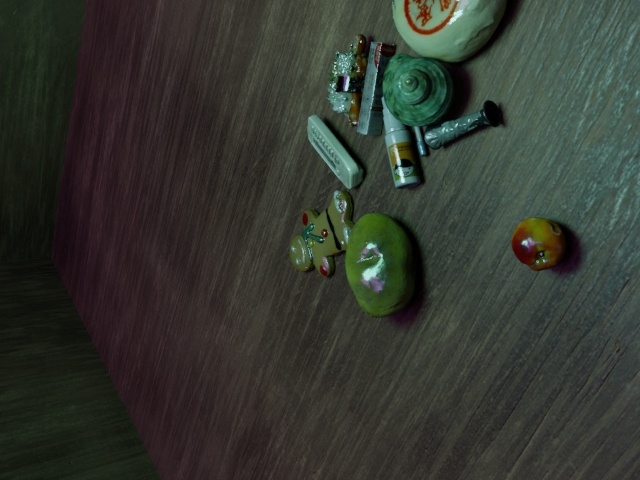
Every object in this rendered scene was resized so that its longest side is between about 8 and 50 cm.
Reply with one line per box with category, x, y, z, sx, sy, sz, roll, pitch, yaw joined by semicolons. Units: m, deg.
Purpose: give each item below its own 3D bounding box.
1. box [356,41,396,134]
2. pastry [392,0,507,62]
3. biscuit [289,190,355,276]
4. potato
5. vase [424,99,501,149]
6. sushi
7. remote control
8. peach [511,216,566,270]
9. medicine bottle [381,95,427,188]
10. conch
box;0.134;-0.365;1.551;0.040;0.055;0.218;25;114;45
pastry;0.262;-0.498;1.323;0.265;0.133;0.264;0;90;53
biscuit;0.000;0.000;1.763;0.301;0.049;0.196;-33;66;49
potato;0.143;0.056;1.519;0.169;0.143;0.248;-11;78;13
vase;0.299;-0.242;1.356;0.167;0.059;0.059;-15;82;51
sushi;0.073;-0.396;1.592;0.097;0.103;0.225;-146;61;-63
remote control;0.036;-0.233;1.682;0.230;0.049;0.090;54;162;32
peach;0.414;0.004;1.217;0.101;0.101;0.100;7;99;51
medicine bottle;0.195;-0.236;1.492;0.092;0.061;0.220;-16;81;26
conch;0.201;-0.327;1.379;0.175;0.122;0.188;65;167;0
